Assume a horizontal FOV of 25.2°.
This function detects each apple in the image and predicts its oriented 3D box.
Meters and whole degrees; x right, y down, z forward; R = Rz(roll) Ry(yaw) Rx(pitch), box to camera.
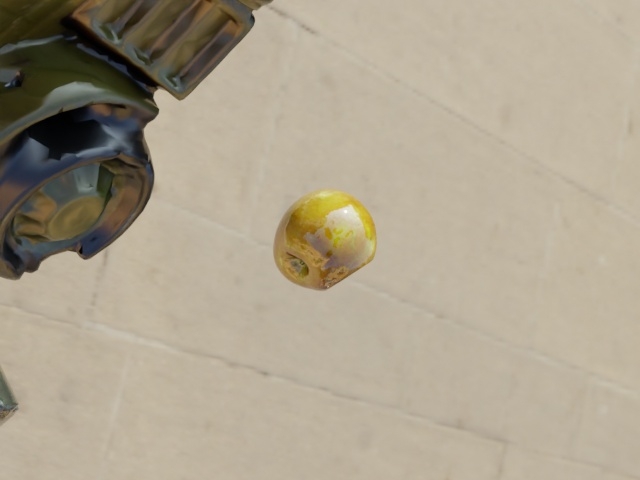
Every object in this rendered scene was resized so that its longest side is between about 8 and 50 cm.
[{"bbox_3d":[0.000,0.000,1.504,0.102,0.114,0.099,-36,94,-41],"label":"apple"}]

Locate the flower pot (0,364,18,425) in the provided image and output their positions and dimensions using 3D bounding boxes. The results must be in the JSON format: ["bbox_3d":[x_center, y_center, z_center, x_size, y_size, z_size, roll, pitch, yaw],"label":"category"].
[{"bbox_3d":[-0.407,0.175,1.585,0.157,0.157,0.107,-32,83,-40],"label":"flower pot"}]

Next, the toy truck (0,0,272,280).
[{"bbox_3d":[-0.040,-0.113,0.307,0.257,0.127,0.127,-46,156,15],"label":"toy truck"}]
